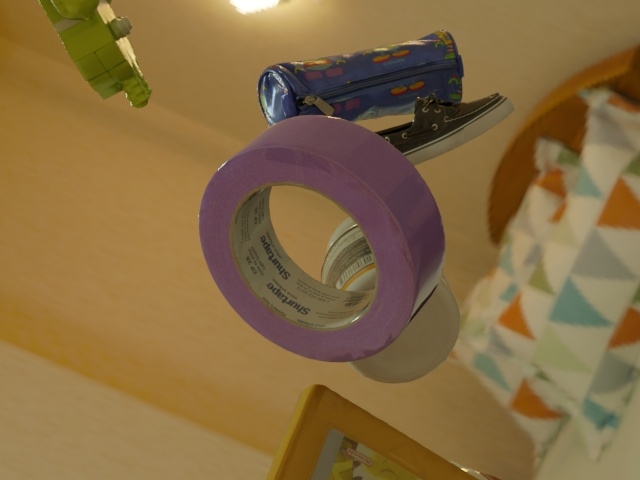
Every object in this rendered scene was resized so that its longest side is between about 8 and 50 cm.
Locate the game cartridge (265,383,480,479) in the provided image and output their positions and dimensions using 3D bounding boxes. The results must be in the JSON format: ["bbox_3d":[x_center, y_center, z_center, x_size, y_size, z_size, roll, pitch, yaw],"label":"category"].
[{"bbox_3d":[0.048,0.372,1.558,0.053,0.285,0.323,-36,27,53],"label":"game cartridge"}]

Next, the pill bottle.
[{"bbox_3d":[0.085,0.064,1.765,0.278,0.162,0.162,-104,36,-71],"label":"pill bottle"}]

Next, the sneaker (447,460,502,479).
[{"bbox_3d":[0.132,0.362,1.864,0.290,0.123,0.106,-5,89,45],"label":"sneaker"}]

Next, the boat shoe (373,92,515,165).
[{"bbox_3d":[0.138,-0.150,1.737,0.228,0.076,0.080,-23,12,27],"label":"boat shoe"}]

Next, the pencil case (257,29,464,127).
[{"bbox_3d":[0.062,-0.219,1.917,0.133,0.306,0.119,-167,64,-68],"label":"pencil case"}]

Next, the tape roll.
[{"bbox_3d":[0.000,0.000,1.512,0.090,0.275,0.275,-46,-15,-49],"label":"tape roll"}]

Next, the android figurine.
[{"bbox_3d":[-0.235,-0.244,1.238,0.056,0.273,0.248,-30,11,1],"label":"android figurine"}]
